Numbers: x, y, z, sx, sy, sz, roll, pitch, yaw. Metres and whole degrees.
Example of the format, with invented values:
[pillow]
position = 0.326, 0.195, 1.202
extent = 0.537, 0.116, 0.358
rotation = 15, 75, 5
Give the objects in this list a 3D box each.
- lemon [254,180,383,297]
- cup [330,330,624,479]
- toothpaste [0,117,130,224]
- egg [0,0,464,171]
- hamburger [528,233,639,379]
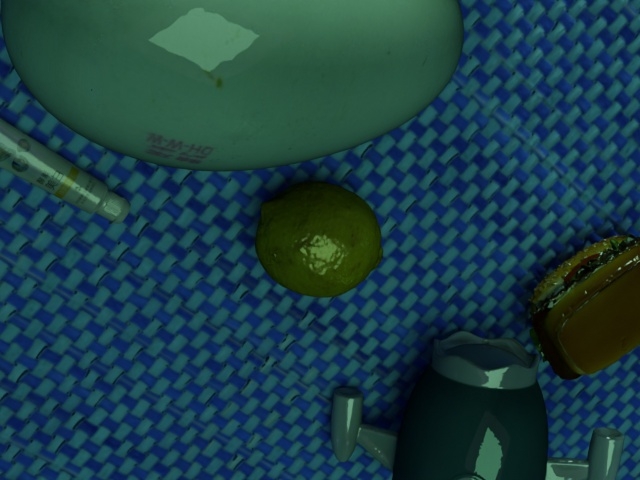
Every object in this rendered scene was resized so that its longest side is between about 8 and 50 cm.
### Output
[lemon]
position = 0.000, 0.000, 1.032
extent = 0.133, 0.109, 0.109
rotation = 21, 106, -20
[cup]
position = 0.159, 0.191, 1.143
extent = 0.299, 0.167, 0.173
rotation = 8, 103, 6
[toothpaste]
position = -0.252, -0.069, 0.969
extent = 0.190, 0.031, 0.048
rotation = 31, 105, -24
[egg]
position = -0.058, -0.169, 0.869
extent = 0.371, 0.230, 0.230
rotation = -1, 114, -21
[hamburger]
position = 0.293, 0.068, 1.164
extent = 0.166, 0.087, 0.137
rotation = -33, 121, -4
